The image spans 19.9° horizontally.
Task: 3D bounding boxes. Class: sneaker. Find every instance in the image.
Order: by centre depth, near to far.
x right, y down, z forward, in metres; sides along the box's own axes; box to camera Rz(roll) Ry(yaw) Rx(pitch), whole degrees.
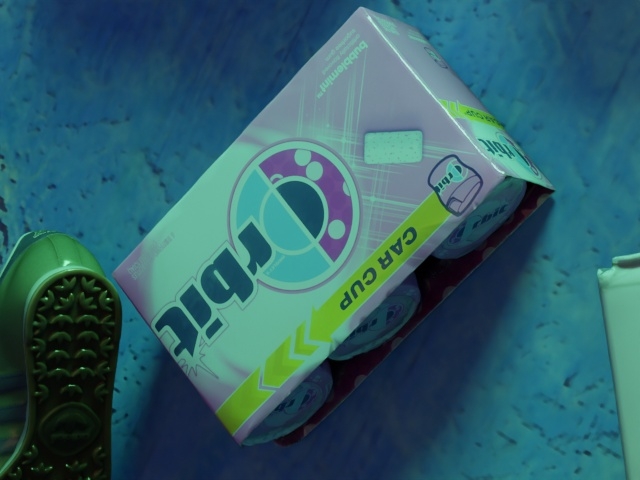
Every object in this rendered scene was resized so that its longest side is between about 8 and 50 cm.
[{"bbox_3d":[-0.142,0.082,0.916,0.086,0.064,0.192,-127,46,-57],"label":"sneaker"}]

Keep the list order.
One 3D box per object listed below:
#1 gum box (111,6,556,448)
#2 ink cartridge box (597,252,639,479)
[{"bbox_3d":[0.000,0.000,0.837,0.188,0.062,0.107,-46,67,18],"label":"gum box"},{"bbox_3d":[0.204,0.101,0.684,0.158,0.092,0.218,-10,87,37],"label":"ink cartridge box"}]
